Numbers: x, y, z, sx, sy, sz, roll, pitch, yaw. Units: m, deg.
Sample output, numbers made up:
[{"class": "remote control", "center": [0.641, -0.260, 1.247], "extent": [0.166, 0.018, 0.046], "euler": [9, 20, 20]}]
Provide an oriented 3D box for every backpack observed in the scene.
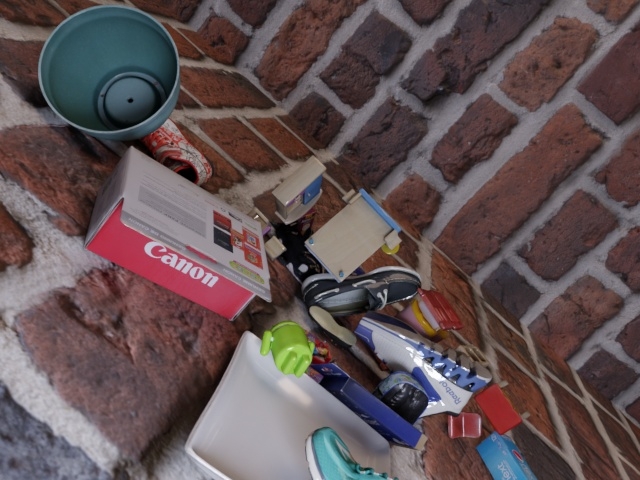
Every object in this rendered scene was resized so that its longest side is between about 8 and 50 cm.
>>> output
[{"class": "backpack", "center": [0.159, 0.329, 1.219], "extent": [0.105, 0.114, 0.084], "euler": [36, 12, -14]}]

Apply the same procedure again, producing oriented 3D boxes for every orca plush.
[{"class": "orca plush", "center": [-0.042, 0.010, 1.581], "extent": [0.151, 0.102, 0.287], "euler": [34, 19, -24]}]

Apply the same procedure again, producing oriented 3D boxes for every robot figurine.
[{"class": "robot figurine", "center": [-0.054, 0.186, 1.030], "extent": [0.101, 0.067, 0.115], "euler": [17, 24, -26]}]

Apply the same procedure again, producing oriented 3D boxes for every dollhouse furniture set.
[{"class": "dollhouse furniture set", "center": [0.292, 0.319, 1.418], "extent": [0.152, 0.201, 0.374], "euler": [15, 38, -56]}, {"class": "dollhouse furniture set", "center": [0.000, 0.000, 1.458], "extent": [0.303, 0.286, 0.198], "euler": [46, -10, 8]}]

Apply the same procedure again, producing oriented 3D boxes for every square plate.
[{"class": "square plate", "center": [-0.031, 0.330, 0.922], "extent": [0.347, 0.049, 0.344], "euler": [40, 17, -6]}]

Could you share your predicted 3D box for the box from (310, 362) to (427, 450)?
[{"class": "box", "center": [0.078, 0.310, 1.102], "extent": [0.225, 0.036, 0.136], "euler": [40, -22, -7]}]

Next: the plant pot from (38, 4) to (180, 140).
[{"class": "plant pot", "center": [-0.452, -0.348, 1.339], "extent": [0.293, 0.293, 0.196], "euler": [43, -10, 5]}]

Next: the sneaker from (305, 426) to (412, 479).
[{"class": "sneaker", "center": [0.089, 0.366, 0.827], "extent": [0.275, 0.110, 0.107], "euler": [46, 18, 13]}]

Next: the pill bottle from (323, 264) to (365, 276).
[{"class": "pill bottle", "center": [0.067, 0.105, 1.571], "extent": [0.112, 0.112, 0.186], "euler": [35, 18, -21]}]

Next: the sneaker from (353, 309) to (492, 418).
[{"class": "sneaker", "center": [0.199, 0.301, 1.320], "extent": [0.316, 0.182, 0.127], "euler": [28, 10, 14]}]

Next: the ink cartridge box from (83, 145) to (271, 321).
[{"class": "ink cartridge box", "center": [-0.255, 0.007, 1.085], "extent": [0.310, 0.130, 0.271], "euler": [32, 21, -28]}]

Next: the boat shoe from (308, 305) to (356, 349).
[{"class": "boat shoe", "center": [0.020, 0.203, 1.357], "extent": [0.133, 0.042, 0.049], "euler": [40, 38, -7]}]

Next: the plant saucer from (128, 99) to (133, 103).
[{"class": "plant saucer", "center": [-0.486, -0.362, 1.530], "extent": [0.169, 0.029, 0.168], "euler": [13, -5, 1]}]

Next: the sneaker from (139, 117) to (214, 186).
[{"class": "sneaker", "center": [-0.384, -0.232, 1.451], "extent": [0.270, 0.090, 0.145], "euler": [42, 15, -9]}]

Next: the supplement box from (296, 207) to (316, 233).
[{"class": "supplement box", "center": [-0.052, -0.062, 1.742], "extent": [0.055, 0.083, 0.043], "euler": [-23, 59, -30]}]

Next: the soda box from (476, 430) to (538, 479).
[{"class": "soda box", "center": [0.456, 0.557, 1.380], "extent": [0.067, 0.071, 0.210], "euler": [31, 20, -34]}]

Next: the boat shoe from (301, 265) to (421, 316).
[{"class": "boat shoe", "center": [0.108, 0.134, 1.427], "extent": [0.303, 0.114, 0.091], "euler": [-8, 35, -7]}]

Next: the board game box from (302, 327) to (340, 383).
[{"class": "board game box", "center": [-0.015, 0.226, 1.233], "extent": [0.133, 0.033, 0.169], "euler": [47, 18, 17]}]
